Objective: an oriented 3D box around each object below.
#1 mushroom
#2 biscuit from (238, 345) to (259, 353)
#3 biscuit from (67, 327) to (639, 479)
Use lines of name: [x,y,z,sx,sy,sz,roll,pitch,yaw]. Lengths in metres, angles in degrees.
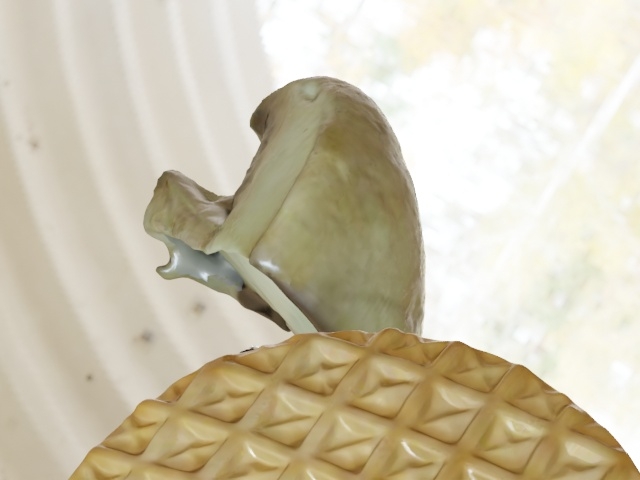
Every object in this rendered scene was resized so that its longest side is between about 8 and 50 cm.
mushroom: [0.009,0.004,1.566,0.217,0.212,0.292,38,161,-22]
biscuit: [-0.105,0.160,1.600,0.027,0.188,0.188,43,-161,10]
biscuit: [0.009,0.124,0.929,0.308,0.040,0.205,-5,-133,4]
